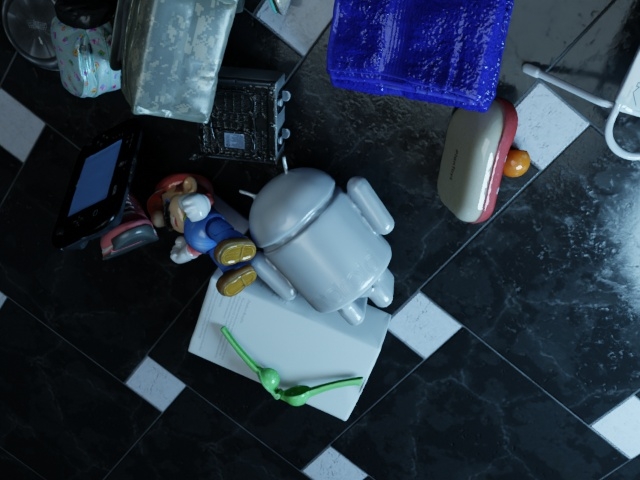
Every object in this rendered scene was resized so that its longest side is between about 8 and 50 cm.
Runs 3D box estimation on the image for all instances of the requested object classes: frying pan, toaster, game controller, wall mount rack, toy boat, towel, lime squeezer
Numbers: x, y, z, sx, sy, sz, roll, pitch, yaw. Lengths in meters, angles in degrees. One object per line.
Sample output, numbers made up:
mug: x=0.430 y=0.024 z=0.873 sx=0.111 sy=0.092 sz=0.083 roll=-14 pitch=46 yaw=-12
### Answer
frying pan: x=-0.528 y=-0.482 z=1.470 sx=0.197 sy=0.053 sz=0.326 roll=31 pitch=122 yaw=-3
toaster: x=-0.155 y=-0.242 z=1.448 sx=0.186 sy=0.110 sz=0.168 roll=7 pitch=116 yaw=11
game controller: x=-0.437 y=-0.117 z=1.481 sx=0.167 sy=0.319 sz=0.067 roll=-30 pitch=130 yaw=27
wall mount rack: x=0.519 y=-0.323 z=1.228 sx=0.304 sy=0.130 sz=0.349 roll=17 pitch=118 yaw=2
toy boat: x=0.315 y=-0.148 z=1.372 sx=0.151 sy=0.151 sz=0.231 roll=-2 pitch=120 yaw=-18
towel: x=0.160 y=-0.352 z=1.283 sx=0.308 sy=0.076 sz=0.227 roll=15 pitch=112 yaw=22
lime squeezer: x=-0.077 y=0.280 z=1.540 sx=0.311 sy=0.059 sz=0.109 roll=20 pitch=122 yaw=6

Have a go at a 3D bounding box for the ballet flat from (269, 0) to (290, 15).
ballet flat: x=-0.078 y=-0.553 z=1.284 sx=0.106 sy=0.107 sz=0.315 roll=-14 pitch=112 yaw=10

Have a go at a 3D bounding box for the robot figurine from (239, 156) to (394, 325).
robot figurine: x=0.000 y=0.000 z=1.470 sx=0.300 sy=0.199 sz=0.353 roll=-38 pitch=104 yaw=17

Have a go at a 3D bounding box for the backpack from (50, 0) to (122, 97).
backpack: x=-0.447 y=-0.369 z=1.438 sx=0.152 sy=0.115 sz=0.181 roll=38 pitch=140 yaw=41

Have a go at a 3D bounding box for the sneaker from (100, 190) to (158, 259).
sneaker: x=-0.414 y=-0.045 z=1.526 sx=0.116 sy=0.314 sz=0.136 roll=-22 pitch=99 yaw=-14

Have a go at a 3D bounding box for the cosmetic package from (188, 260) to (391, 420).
cosmetic package: x=-0.066 y=0.201 z=1.618 sx=0.385 sy=0.156 sz=0.217 roll=24 pitch=119 yaw=1

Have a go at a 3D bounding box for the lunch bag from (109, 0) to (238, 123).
lunch bag: x=-0.277 y=-0.378 z=1.331 sx=0.169 sy=0.287 sz=0.235 roll=4 pitch=120 yaw=-27

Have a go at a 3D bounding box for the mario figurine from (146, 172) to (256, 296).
mario figurine: x=-0.263 y=-0.017 z=1.493 sx=0.320 sy=0.170 sz=0.198 roll=44 pitch=109 yaw=41

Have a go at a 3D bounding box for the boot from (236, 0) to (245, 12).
boot: x=-0.176 y=-0.524 z=1.342 sx=0.077 sy=0.137 sz=0.197 roll=-9 pitch=76 yaw=-8
